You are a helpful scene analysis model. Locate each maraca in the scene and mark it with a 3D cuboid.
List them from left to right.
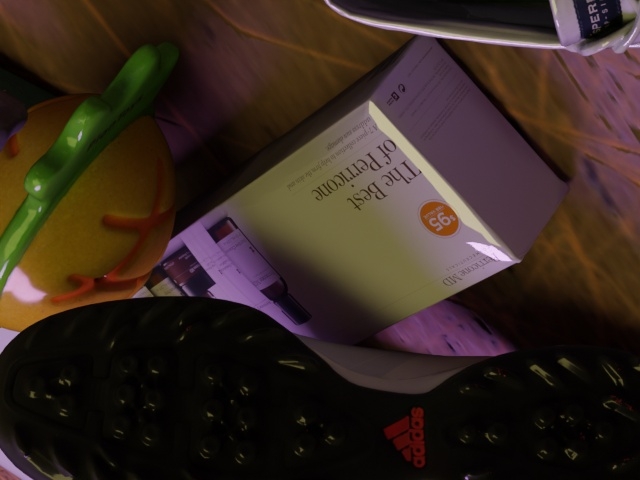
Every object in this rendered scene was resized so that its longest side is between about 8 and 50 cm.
[{"bbox_3d":[-0.115,-0.022,0.724,0.099,0.127,0.185,35,143,0],"label":"maraca"}]

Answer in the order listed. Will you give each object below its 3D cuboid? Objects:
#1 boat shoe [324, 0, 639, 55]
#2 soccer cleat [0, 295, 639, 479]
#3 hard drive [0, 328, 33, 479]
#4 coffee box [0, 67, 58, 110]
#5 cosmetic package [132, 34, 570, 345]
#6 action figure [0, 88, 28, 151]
[{"bbox_3d":[0.104,-0.096,0.556,0.226,0.076,0.083,3,130,36],"label":"boat shoe"},{"bbox_3d":[0.006,0.096,0.718,0.318,0.108,0.116,4,158,-10],"label":"soccer cleat"},{"bbox_3d":[-0.134,0.104,0.925,0.307,0.040,0.203,37,141,-16],"label":"hard drive"},{"bbox_3d":[-0.196,-0.028,0.874,0.113,0.040,0.184,29,141,-2],"label":"coffee box"},{"bbox_3d":[0.000,0.000,0.745,0.099,0.060,0.239,45,141,-11],"label":"cosmetic package"},{"bbox_3d":[-0.249,-0.145,0.708,0.330,0.178,0.341,26,116,22],"label":"action figure"}]
